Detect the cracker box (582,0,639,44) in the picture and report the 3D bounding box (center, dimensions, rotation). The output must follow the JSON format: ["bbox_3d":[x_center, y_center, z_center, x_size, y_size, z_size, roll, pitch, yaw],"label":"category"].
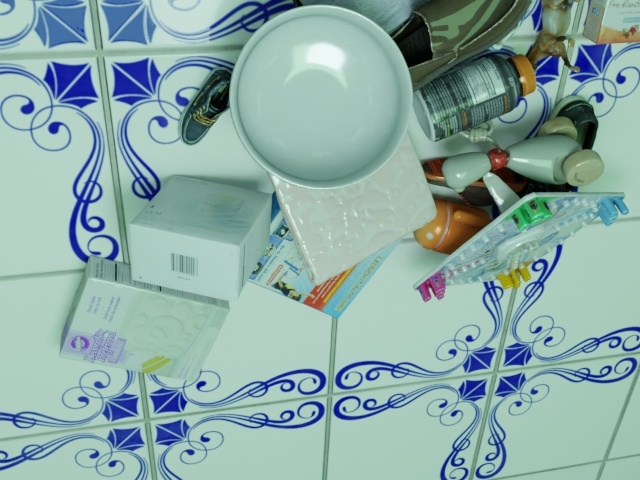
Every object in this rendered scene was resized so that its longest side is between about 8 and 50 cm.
[{"bbox_3d":[0.657,-0.534,1.531,0.155,0.067,0.232,-7,124,-12],"label":"cracker box"}]

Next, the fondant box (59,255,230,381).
[{"bbox_3d":[-0.409,0.190,1.709,0.330,0.096,0.238,16,118,-23],"label":"fondant box"}]

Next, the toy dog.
[{"bbox_3d":[0.436,-0.152,1.604,0.333,0.220,0.161,4,139,11],"label":"toy dog"}]

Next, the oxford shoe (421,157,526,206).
[{"bbox_3d":[0.347,-0.123,1.709,0.271,0.097,0.098,8,128,-19],"label":"oxford shoe"}]

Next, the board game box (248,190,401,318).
[{"bbox_3d":[0.000,0.000,1.699,0.301,0.086,0.308,26,113,-29],"label":"board game box"}]

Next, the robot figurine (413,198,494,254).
[{"bbox_3d":[0.313,-0.026,1.736,0.219,0.158,0.128,13,107,-14],"label":"robot figurine"}]

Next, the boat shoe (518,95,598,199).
[{"bbox_3d":[0.560,-0.163,1.725,0.127,0.113,0.340,10,120,-21],"label":"boat shoe"}]

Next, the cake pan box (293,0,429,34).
[{"bbox_3d":[0.073,-0.503,1.394,0.267,0.070,0.246,-37,122,10],"label":"cake pan box"}]

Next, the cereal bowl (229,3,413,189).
[{"bbox_3d":[-0.005,-0.268,1.390,0.338,0.141,0.339,-2,101,-9],"label":"cereal bowl"}]

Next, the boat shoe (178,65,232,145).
[{"bbox_3d":[-0.230,-0.256,1.465,0.065,0.083,0.183,21,116,-26],"label":"boat shoe"}]

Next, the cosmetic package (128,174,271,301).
[{"bbox_3d":[-0.238,-0.012,1.498,0.224,0.225,0.138,11,121,8],"label":"cosmetic package"}]

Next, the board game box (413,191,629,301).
[{"bbox_3d":[0.466,0.018,1.694,0.389,0.050,0.390,-3,151,-40],"label":"board game box"}]

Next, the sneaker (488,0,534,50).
[{"bbox_3d":[0.398,-0.476,1.491,0.080,0.081,0.211,22,114,-25],"label":"sneaker"}]

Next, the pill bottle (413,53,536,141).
[{"bbox_3d":[0.327,-0.310,1.552,0.245,0.130,0.130,-21,126,0],"label":"pill bottle"}]

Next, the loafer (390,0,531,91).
[{"bbox_3d":[0.245,-0.404,1.399,0.366,0.134,0.130,-38,165,29],"label":"loafer"}]

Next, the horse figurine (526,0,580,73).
[{"bbox_3d":[0.490,-0.456,1.499,0.066,0.174,0.263,1,110,-12],"label":"horse figurine"}]

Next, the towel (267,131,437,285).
[{"bbox_3d":[0.065,-0.114,1.557,0.331,0.053,0.317,-29,108,-17],"label":"towel"}]
